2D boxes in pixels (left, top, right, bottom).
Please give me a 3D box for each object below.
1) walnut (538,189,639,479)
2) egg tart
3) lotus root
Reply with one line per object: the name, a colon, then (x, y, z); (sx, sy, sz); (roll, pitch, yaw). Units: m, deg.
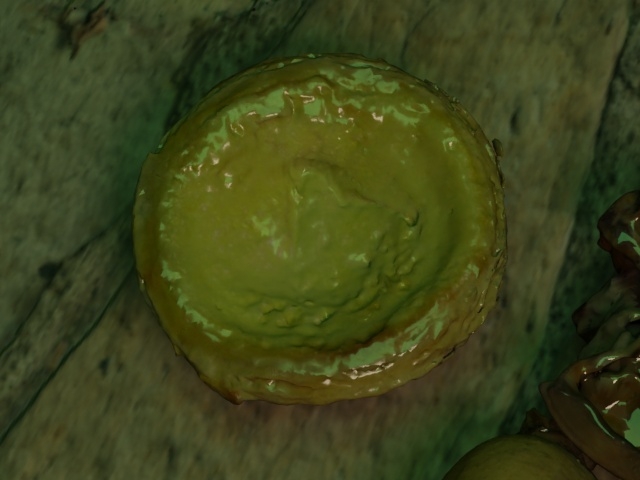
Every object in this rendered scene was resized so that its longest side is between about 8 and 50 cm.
walnut: (0.274, 0.094, 1.317); (0.204, 0.141, 0.238); (23, 66, 1)
egg tart: (0.000, 0.000, 1.384); (0.315, 0.120, 0.315); (-2, 65, 4)
lotus root: (0.130, 0.235, 1.226); (0.131, 0.146, 0.303); (-1, 33, 35)
